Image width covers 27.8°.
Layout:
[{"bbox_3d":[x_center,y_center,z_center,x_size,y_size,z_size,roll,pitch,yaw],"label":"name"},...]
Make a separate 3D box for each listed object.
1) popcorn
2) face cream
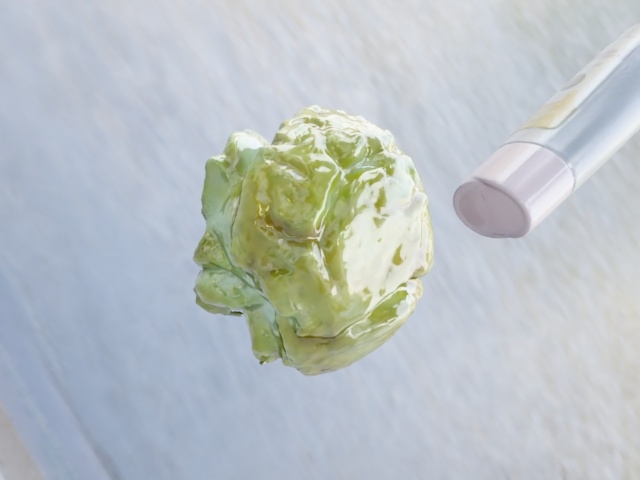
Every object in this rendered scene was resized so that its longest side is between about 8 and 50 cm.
[{"bbox_3d":[0.000,0.000,1.057,0.184,0.221,0.204,23,42,31],"label":"popcorn"},{"bbox_3d":[0.179,-0.078,0.909,0.198,0.084,0.057,-41,105,-25],"label":"face cream"}]
